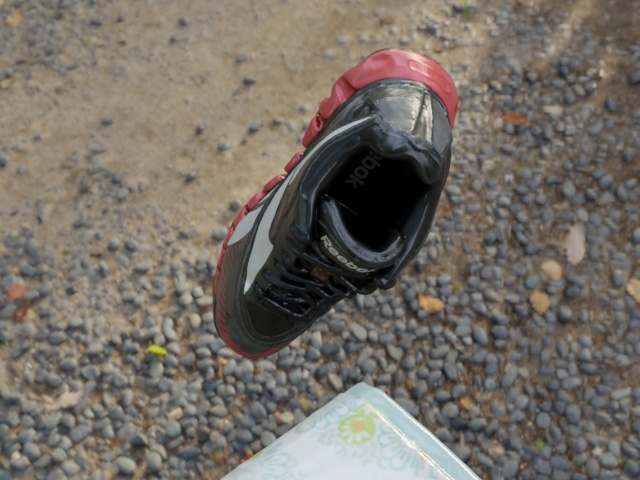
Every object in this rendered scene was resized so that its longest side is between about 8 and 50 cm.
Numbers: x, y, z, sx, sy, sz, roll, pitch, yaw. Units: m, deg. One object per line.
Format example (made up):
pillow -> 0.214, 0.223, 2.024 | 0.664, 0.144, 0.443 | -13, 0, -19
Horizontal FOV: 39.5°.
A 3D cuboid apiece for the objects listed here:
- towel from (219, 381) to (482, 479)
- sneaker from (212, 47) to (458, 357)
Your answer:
towel -> 0.050, 0.344, 0.912 | 0.321, 0.090, 0.374 | -28, 51, -31
sneaker -> 0.000, 0.000, 0.626 | 0.098, 0.276, 0.135 | 28, 30, -17
